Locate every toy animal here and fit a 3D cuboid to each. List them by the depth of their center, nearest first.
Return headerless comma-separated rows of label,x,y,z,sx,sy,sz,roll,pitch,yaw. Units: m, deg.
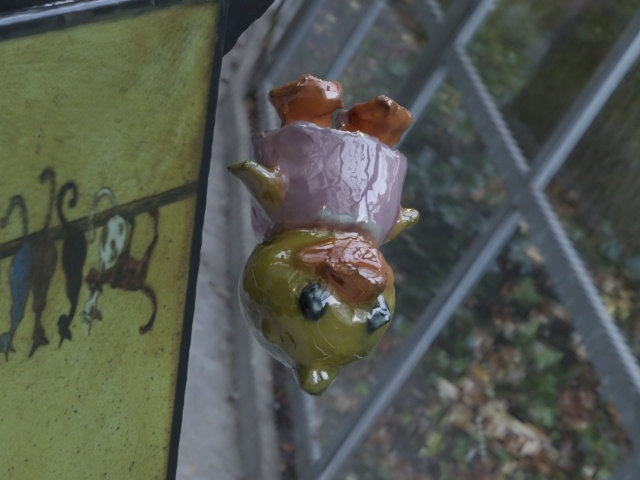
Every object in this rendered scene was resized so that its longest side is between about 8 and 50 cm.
toy animal,-0.002,0.003,1.408,0.195,0.169,0.281,13,58,-24

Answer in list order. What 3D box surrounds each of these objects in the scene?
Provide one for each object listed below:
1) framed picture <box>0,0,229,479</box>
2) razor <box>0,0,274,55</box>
framed picture,-0.146,0.070,0.621,0.014,0.338,0.255,29,33,34
razor,-0.169,-0.205,0.965,0.327,0.189,0.107,25,20,-43
